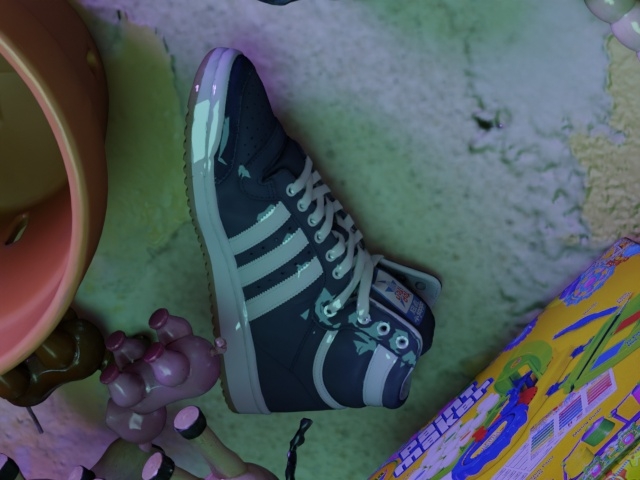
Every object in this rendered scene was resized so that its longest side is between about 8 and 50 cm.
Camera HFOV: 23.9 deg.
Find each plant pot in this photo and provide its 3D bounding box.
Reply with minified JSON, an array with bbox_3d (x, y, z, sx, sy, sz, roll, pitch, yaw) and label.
[{"bbox_3d":[-0.264,-0.069,0.994,0.291,0.203,0.290,4,115,8],"label":"plant pot"}]

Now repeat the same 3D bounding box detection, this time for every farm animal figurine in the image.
[{"bbox_3d":[-0.168,0.199,1.040,0.327,0.330,0.172,-47,122,-6],"label":"farm animal figurine"}]

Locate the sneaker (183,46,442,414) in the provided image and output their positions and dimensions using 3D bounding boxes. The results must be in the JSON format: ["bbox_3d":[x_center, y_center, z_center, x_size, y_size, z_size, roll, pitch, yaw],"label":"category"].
[{"bbox_3d":[0.000,0.000,1.032,0.153,0.099,0.282,3,122,15],"label":"sneaker"}]

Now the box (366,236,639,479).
[{"bbox_3d":[0.176,0.174,0.932,0.290,0.279,0.177,-44,101,3],"label":"box"}]

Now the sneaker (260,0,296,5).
[{"bbox_3d":[-0.004,-0.254,0.931,0.163,0.086,0.226,28,96,-25],"label":"sneaker"}]

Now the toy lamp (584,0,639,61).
[{"bbox_3d":[0.203,-0.129,0.947,0.275,0.080,0.080,42,115,-9],"label":"toy lamp"}]
